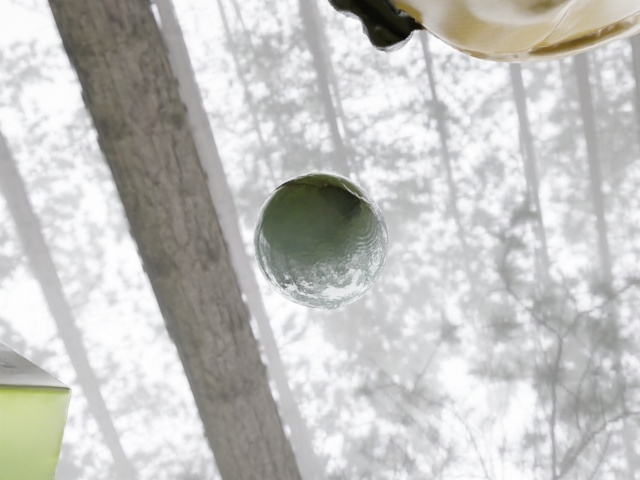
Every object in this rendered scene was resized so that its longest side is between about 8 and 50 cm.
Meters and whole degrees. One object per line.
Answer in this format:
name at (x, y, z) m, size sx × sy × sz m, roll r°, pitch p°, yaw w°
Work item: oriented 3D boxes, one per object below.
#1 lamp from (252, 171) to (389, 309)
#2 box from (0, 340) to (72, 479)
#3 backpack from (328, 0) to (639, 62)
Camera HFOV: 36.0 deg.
lamp at (0.000, 0.000, 0.742) m, size 0.105 × 0.105 × 0.105 m, roll -13°, pitch -157°, yaw 6°
box at (-0.247, 0.059, 0.450) m, size 0.175 × 0.062 × 0.260 m, roll 10°, pitch -177°, yaw -36°
backpack at (0.149, -0.282, 0.629) m, size 0.353 × 0.378 × 0.201 m, roll 47°, pitch -139°, yaw 14°
